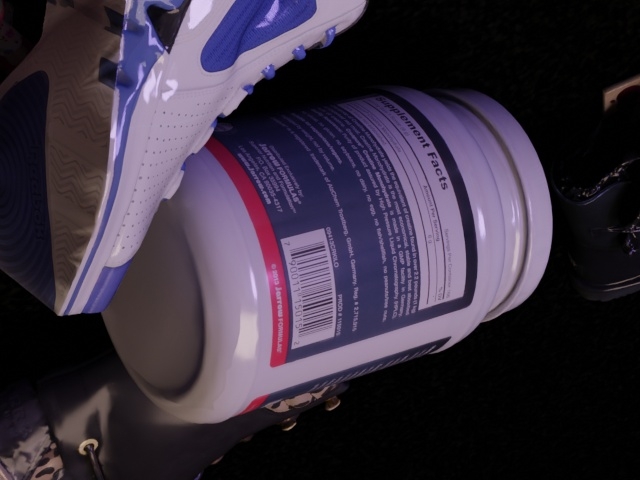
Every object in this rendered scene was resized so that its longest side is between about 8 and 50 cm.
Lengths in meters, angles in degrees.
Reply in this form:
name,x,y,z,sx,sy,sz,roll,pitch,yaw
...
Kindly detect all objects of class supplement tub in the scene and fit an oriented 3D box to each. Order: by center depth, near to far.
name,x,y,z,sx,sy,sz,roll,pitch,yaw
supplement tub,0.000,0.000,0.993,0.272,0.191,0.191,-14,147,-33

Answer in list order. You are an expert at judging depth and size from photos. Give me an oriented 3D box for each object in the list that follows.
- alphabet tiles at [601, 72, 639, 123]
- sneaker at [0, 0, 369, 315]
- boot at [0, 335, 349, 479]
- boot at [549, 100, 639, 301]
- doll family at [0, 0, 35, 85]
name,x,y,z,sx,sy,sz,roll,pitch,yaw
alphabet tiles,0.331,-0.097,1.283,0.198,0.009,0.237,-23,149,-6
sneaker,-0.065,-0.108,0.817,0.182,0.127,0.315,-1,117,-44
boot,-0.105,0.161,1.231,0.284,0.138,0.377,-31,143,7
boot,0.314,-0.047,1.242,0.246,0.094,0.207,-20,152,1
doll family,-0.267,-0.062,0.793,0.263,0.118,0.163,-32,151,5
